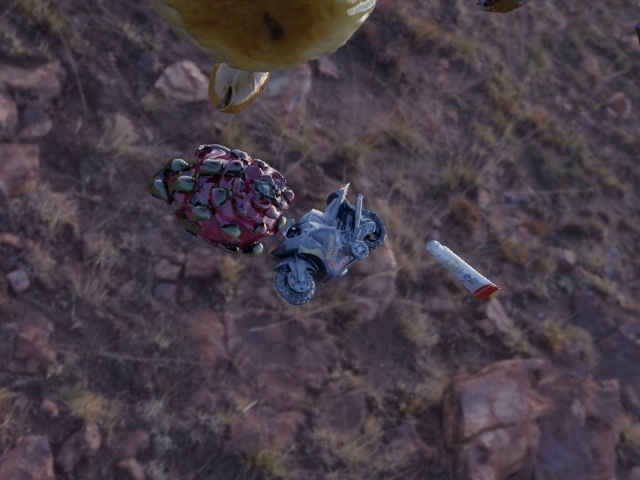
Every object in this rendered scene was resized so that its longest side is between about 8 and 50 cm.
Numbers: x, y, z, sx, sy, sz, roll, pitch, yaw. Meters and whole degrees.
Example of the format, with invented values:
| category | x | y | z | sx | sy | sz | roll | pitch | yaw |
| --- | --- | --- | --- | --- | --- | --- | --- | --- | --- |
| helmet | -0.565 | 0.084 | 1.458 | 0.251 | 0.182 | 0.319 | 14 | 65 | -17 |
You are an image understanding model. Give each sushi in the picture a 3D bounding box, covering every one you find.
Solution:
| category | x | y | z | sx | sy | sz | roll | pitch | yaw |
| --- | --- | --- | --- | --- | --- | --- | --- | --- | --- |
| sushi | 0.299 | -0.395 | 1.421 | 0.047 | 0.099 | 0.050 | 35 | 37 | -44 |

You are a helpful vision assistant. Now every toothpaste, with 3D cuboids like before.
| category | x | y | z | sx | sy | sz | roll | pitch | yaw |
| --- | --- | --- | --- | --- | --- | --- | --- | --- | --- |
| toothpaste | 0.268 | 0.058 | 1.693 | 0.190 | 0.048 | 0.031 | 38 | 27 | -31 |

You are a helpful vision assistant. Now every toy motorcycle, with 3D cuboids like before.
| category | x | y | z | sx | sy | sz | roll | pitch | yaw |
| --- | --- | --- | --- | --- | --- | --- | --- | --- | --- |
| toy motorcycle | 0.000 | 0.000 | 1.793 | 0.307 | 0.108 | 0.173 | -37 | 84 | -36 |

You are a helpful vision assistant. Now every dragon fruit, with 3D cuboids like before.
| category | x | y | z | sx | sy | sz | roll | pitch | yaw |
| --- | --- | --- | --- | --- | --- | --- | --- | --- | --- |
| dragon fruit | -0.184 | -0.087 | 1.598 | 0.273 | 0.198 | 0.218 | 29 | 42 | 4 |

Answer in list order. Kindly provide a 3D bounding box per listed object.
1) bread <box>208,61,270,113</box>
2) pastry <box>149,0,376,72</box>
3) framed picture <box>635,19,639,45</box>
| category | x | y | z | sx | sy | sz | roll | pitch | yaw |
| --- | --- | --- | --- | --- | --- | --- | --- | --- | --- |
| bread | -0.167 | -0.346 | 1.862 | 0.114 | 0.077 | 0.189 | 31 | 52 | -10 |
| pastry | -0.082 | -0.448 | 1.313 | 0.389 | 0.388 | 0.312 | 19 | 50 | -24 |
| framed picture | 0.808 | -0.437 | 2.043 | 0.168 | 0.023 | 0.128 | 36 | 2 | 30 |
